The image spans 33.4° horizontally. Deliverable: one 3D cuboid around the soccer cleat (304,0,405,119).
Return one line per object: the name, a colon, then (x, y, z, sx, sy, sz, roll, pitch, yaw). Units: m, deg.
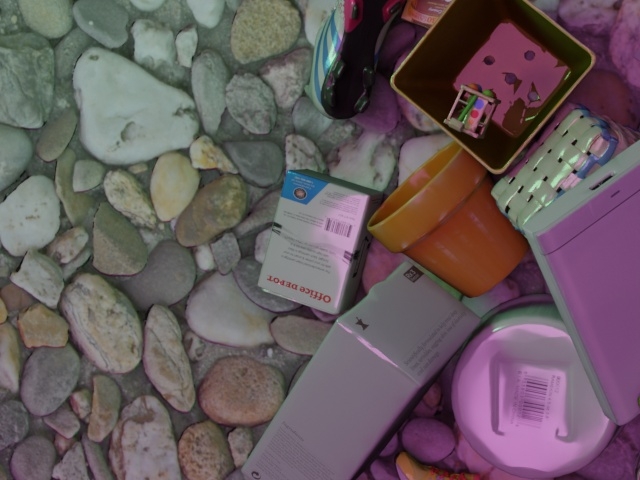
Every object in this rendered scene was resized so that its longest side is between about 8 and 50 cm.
soccer cleat: (0.054, -0.353, 1.658, 0.143, 0.116, 0.331, 44, 116, 57)

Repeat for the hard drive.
hard drive: (0.426, 0.056, 1.423, 0.233, 0.047, 0.353, -35, 121, -9)

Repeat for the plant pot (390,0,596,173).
plant pot: (0.266, -0.243, 1.566, 0.212, 0.187, 0.212, 42, 107, 12)

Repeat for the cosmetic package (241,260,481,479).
cosmetic package: (0.056, 0.236, 1.607, 0.156, 0.217, 0.385, 40, 131, 11)

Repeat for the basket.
basket: (0.416, -0.051, 1.526, 0.289, 0.201, 0.254, 33, 105, -24)

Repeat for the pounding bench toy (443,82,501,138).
pounding bench toy: (0.206, -0.179, 1.449, 0.052, 0.083, 0.065, 28, 104, 15)

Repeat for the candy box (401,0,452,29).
candy box: (0.211, -0.409, 1.642, 0.109, 0.053, 0.186, 24, 104, 15)

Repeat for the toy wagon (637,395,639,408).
toy wagon: (0.606, 0.247, 1.489, 0.267, 0.068, 0.344, -33, 106, -10)

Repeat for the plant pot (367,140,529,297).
plant pot: (0.207, -0.021, 1.615, 0.205, 0.205, 0.188, -41, 97, 18)

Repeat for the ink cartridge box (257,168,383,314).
ink cartridge box: (0.000, 0.000, 1.734, 0.148, 0.086, 0.203, 19, 102, 17)

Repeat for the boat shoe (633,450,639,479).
boat shoe: (0.560, 0.252, 1.559, 0.109, 0.094, 0.302, 28, 103, 15)

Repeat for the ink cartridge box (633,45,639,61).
ink cartridge box: (0.567, -0.303, 1.545, 0.145, 0.045, 0.179, 38, 124, 12)

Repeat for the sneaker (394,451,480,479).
sneaker: (0.212, 0.398, 1.709, 0.208, 0.081, 0.094, 38, 99, 5)

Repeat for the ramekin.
ramekin: (0.330, 0.226, 1.615, 0.277, 0.135, 0.277, 2, 95, 19)
